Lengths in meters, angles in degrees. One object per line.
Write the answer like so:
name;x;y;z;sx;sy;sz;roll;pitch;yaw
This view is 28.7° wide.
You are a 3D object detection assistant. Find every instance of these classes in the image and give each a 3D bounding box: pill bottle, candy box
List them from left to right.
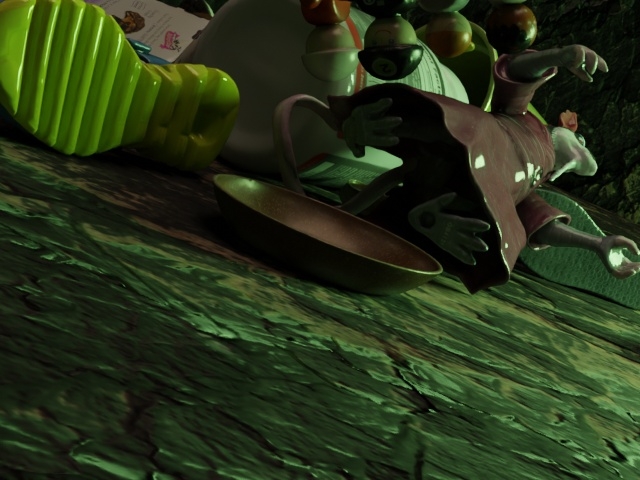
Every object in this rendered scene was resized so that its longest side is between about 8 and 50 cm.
candy box;-0.245;-0.224;1.412;0.196;0.070;0.165;23;37;5
pill bottle;0.027;-0.165;1.484;0.210;0.210;0.363;27;10;29

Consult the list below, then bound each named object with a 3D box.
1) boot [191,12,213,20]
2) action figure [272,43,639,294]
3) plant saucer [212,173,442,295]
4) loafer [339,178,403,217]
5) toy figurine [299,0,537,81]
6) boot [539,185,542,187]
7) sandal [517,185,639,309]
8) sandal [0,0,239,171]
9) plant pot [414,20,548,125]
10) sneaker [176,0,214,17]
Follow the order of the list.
boot;-0.214;-0.263;1.661;0.305;0.115;0.112;38;-26;49
action figure;0.167;-0.064;1.279;0.276;0.248;0.370;-3;10;31
plant saucer;0.000;0.000;1.004;0.199;0.036;0.198;22;9;-4
loafer;0.073;-0.040;1.362;0.056;0.050;0.148;18;11;-37
toy figurine;0.093;-0.231;1.204;0.209;0.148;0.213;-9;7;-24
boot;0.299;-0.015;1.619;0.087;0.042;0.118;56;-7;49
sandal;0.311;0.014;1.511;0.254;0.097;0.054;30;6;-26
sandal;-0.209;-0.139;1.096;0.138;0.126;0.317;23;0;28
plant pot;0.246;-0.185;2.079;0.254;0.276;0.276;31;1;-41
sneaker;-0.131;-0.213;1.751;0.182;0.158;0.410;46;-6;-36
